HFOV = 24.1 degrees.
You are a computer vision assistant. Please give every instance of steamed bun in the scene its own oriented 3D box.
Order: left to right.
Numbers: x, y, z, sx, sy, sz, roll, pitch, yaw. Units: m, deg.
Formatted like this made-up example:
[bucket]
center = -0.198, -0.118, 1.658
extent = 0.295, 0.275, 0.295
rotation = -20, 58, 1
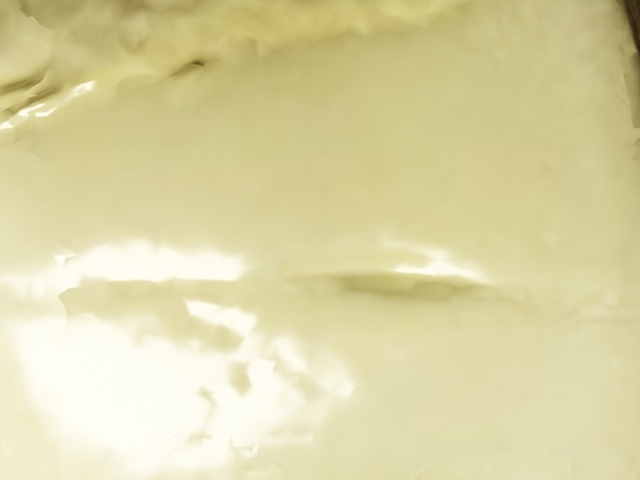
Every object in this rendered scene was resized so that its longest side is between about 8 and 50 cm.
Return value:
[steamed bun]
center = 0.000, 0.000, 0.504
extent = 0.290, 0.272, 0.273
rotation = -18, 151, 8
